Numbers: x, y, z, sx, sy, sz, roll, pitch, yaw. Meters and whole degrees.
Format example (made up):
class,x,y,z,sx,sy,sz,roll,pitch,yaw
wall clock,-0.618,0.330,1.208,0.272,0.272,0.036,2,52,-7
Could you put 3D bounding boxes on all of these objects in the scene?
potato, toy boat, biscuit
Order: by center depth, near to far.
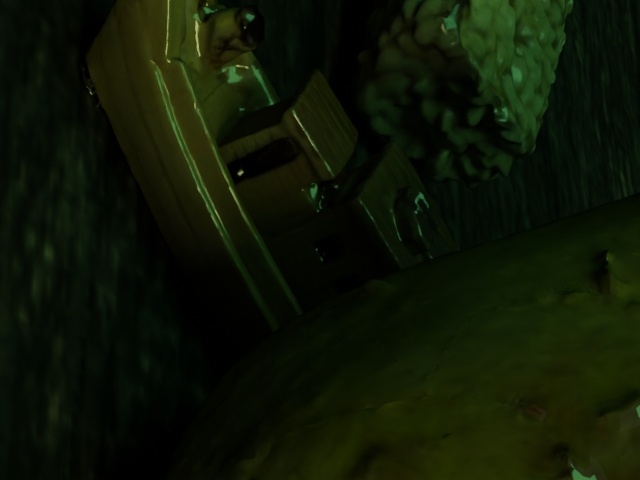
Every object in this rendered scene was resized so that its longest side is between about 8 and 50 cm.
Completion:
class,x,y,z,sx,sy,sz,roll,pitch,yaw
potato,0.105,0.081,0.518,0.210,0.307,0.173,65,-12,-2
toy boat,0.000,0.000,0.588,0.206,0.072,0.064,61,27,-18
biscuit,0.057,-0.098,0.759,0.082,0.070,0.168,48,37,-30
